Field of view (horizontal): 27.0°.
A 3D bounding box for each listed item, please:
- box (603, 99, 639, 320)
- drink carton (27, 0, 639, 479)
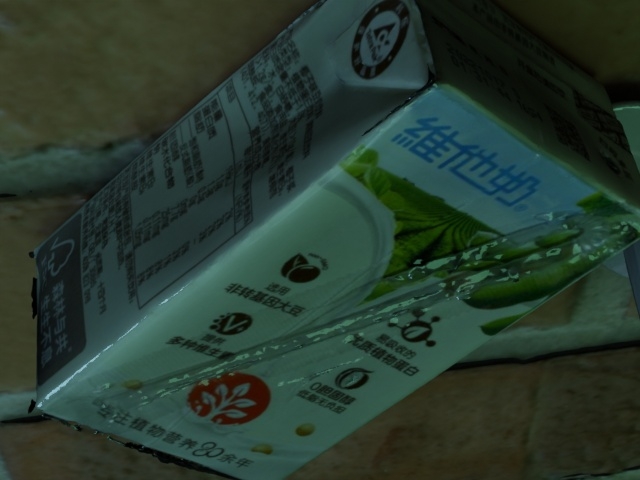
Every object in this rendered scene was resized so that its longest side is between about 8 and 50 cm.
[{"bbox_3d":[0.286,0.044,0.821,0.291,0.206,0.262,20,142,-34],"label":"box"},{"bbox_3d":[-0.001,0.000,0.779,0.194,0.132,0.324,26,129,-38],"label":"drink carton"}]
